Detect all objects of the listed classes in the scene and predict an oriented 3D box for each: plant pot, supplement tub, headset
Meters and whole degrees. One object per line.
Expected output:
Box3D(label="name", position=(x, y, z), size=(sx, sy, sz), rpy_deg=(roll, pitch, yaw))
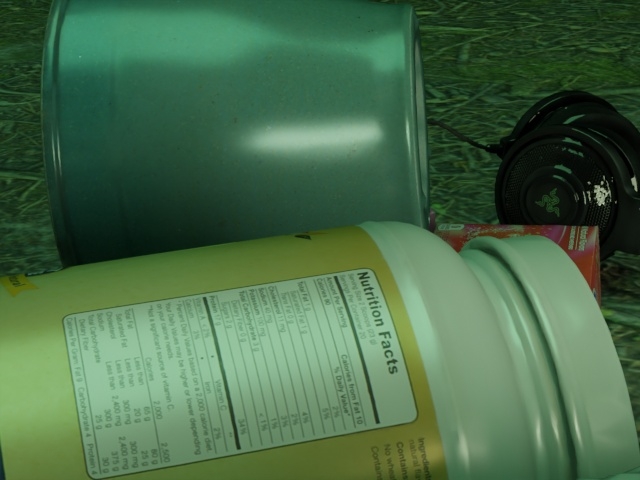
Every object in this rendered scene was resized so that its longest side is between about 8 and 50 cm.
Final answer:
Box3D(label="plant pot", position=(-0.047, -0.078, 1.114), size=(0.255, 0.271, 0.271), rpy_deg=(-3, 20, 6))
Box3D(label="supplement tub", position=(-0.032, 0.114, 0.698), size=(0.316, 0.228, 0.228), rpy_deg=(-8, 20, -11))
Box3D(label="headset", position=(0.227, -0.034, 1.380), size=(0.394, 0.185, 0.243), rpy_deg=(14, 18, 6))

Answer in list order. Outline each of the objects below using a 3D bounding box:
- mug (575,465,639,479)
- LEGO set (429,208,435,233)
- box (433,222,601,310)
Box3D(label="mug", position=(0.118, 0.213, 0.459), size=(0.328, 0.276, 0.374), rpy_deg=(2, -23, -20))
Box3D(label="LEGO set", position=(0.000, 0.000, 1.329), size=(0.227, 0.093, 0.087), rpy_deg=(-12, 21, -18))
Box3D(label="box", position=(0.128, 0.084, 1.029), size=(0.128, 0.122, 0.257), rpy_deg=(1, 20, 13))
